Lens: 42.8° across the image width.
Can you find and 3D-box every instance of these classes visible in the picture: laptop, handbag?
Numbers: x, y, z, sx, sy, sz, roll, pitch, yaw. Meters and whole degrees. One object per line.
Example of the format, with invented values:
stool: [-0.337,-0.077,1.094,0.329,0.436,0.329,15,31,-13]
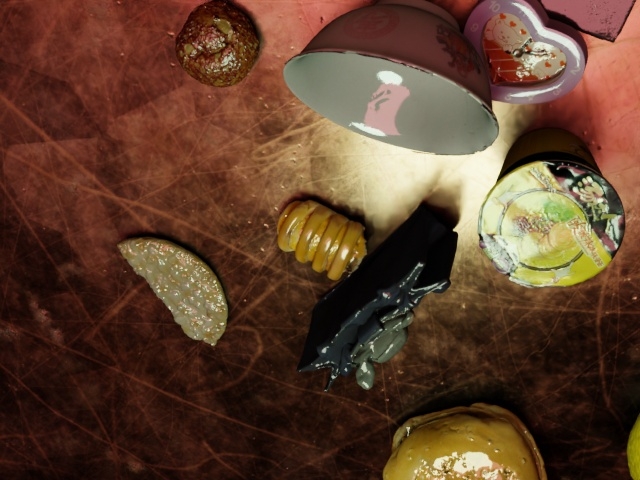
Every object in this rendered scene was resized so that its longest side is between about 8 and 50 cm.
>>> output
laptop: [0.387,-0.396,1.243,0.197,0.016,0.135,21,119,1]
handbag: [0.105,0.114,1.430,0.118,0.269,0.326,38,119,-9]

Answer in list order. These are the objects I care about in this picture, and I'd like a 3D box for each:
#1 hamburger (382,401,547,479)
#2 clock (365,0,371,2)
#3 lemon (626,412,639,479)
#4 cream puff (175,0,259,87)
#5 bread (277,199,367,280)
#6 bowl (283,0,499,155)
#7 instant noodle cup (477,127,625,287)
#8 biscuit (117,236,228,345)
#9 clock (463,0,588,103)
hamburger: [0.290,0.478,1.603,0.304,0.174,0.284,-20,97,21]
clock: [0.111,-0.481,1.206,0.227,0.142,0.241,-24,120,20]
lemon: [0.678,0.398,1.441,0.253,0.253,0.310,-14,117,20]
cream puff: [-0.179,-0.329,1.381,0.149,0.084,0.149,5,117,9]
bread: [0.000,0.000,1.507,0.177,0.084,0.119,27,119,4]
bowl: [0.126,-0.271,1.258,0.345,0.345,0.157,18,79,5]
instant noodle cup: [0.361,-0.068,1.289,0.215,0.236,0.216,6,118,12]
biscuit: [-0.272,0.089,1.645,0.141,0.038,0.290,-27,109,24]
clock: [0.310,-0.295,1.282,0.198,0.064,0.172,36,135,-4]
